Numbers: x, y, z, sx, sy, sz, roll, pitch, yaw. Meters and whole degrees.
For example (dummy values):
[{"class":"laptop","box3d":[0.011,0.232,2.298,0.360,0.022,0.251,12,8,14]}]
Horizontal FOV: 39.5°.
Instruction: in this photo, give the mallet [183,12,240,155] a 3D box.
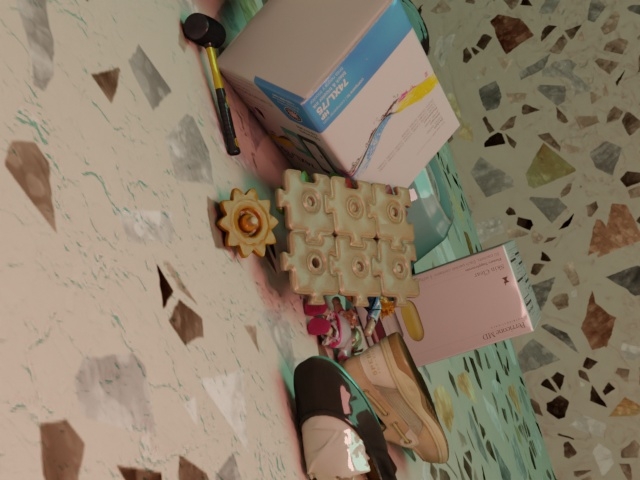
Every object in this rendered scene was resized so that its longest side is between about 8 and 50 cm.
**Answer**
[{"class":"mallet","box3d":[-0.136,-0.204,1.150,0.062,0.039,0.190,22,54,-68]}]

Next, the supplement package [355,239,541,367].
[{"class":"supplement package","box3d":[0.218,0.112,1.496,0.145,0.261,0.204,70,17,3]}]

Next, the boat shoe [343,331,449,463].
[{"class":"boat shoe","box3d":[0.115,0.247,1.314,0.302,0.098,0.109,62,8,-47]}]

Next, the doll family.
[{"class":"doll family","box3d":[0.050,0.047,1.289,0.163,0.118,0.263,36,39,-58]}]

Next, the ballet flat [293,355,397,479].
[{"class":"ballet flat","box3d":[0.038,0.270,1.055,0.280,0.095,0.096,64,30,-21]}]

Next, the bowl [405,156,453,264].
[{"class":"bowl","box3d":[0.143,-0.088,1.672,0.311,0.163,0.312,56,22,-38]}]

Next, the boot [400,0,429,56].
[{"class":"boot","box3d":[0.071,-0.297,1.516,0.280,0.096,0.264,19,-36,49]}]

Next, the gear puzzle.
[{"class":"gear puzzle","box3d":[0.000,0.000,1.148,0.339,0.044,0.176,5,76,-43]}]

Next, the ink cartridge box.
[{"class":"ink cartridge box","box3d":[0.032,-0.207,1.267,0.198,0.197,0.270,31,-13,41]}]
